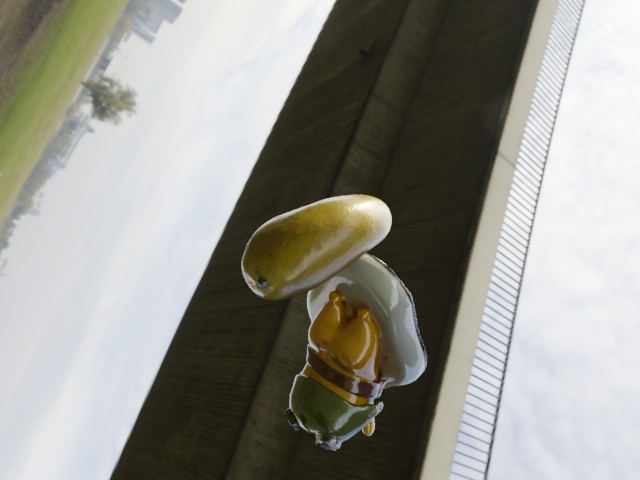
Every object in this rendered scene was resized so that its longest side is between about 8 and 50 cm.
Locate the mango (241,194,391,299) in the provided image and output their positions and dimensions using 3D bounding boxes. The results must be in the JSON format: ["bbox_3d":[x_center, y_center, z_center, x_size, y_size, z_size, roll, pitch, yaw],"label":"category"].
[{"bbox_3d":[0.000,0.000,0.498,0.161,0.076,0.103,-25,-179,-22],"label":"mango"}]

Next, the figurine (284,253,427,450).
[{"bbox_3d":[0.013,0.137,0.595,0.167,0.250,0.141,25,-128,32],"label":"figurine"}]
